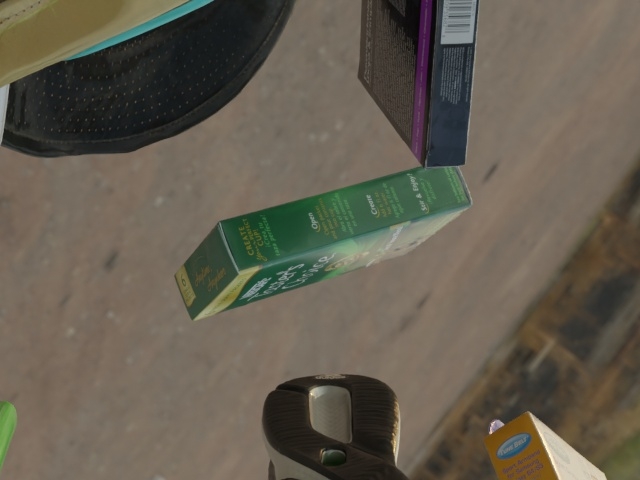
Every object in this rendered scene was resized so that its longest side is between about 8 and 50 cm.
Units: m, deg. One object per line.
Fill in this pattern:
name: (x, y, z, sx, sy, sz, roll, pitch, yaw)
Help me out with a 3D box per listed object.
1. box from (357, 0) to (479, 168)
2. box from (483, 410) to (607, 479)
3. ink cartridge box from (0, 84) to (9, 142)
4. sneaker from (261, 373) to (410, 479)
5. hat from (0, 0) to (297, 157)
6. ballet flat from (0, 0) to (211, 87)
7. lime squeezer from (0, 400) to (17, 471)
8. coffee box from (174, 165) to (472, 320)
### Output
box: (0.055, -0.125, 0.928, 0.162, 0.029, 0.116, -120, -151, -61)
box: (0.113, 0.133, 0.663, 0.028, 0.136, 0.081, -32, 139, 17)
ink cartridge box: (-0.236, -0.117, 0.759, 0.371, 0.175, 0.069, 125, -35, -65)
sneaker: (0.013, 0.320, 1.346, 0.447, 0.169, 0.257, -77, 165, -68)
hat: (-0.148, -0.221, 0.966, 0.331, 0.134, 0.331, -26, 133, -32)
ballet flat: (-0.109, -0.087, 0.517, 0.232, 0.080, 0.073, -28, 127, 8)
lime squeezer: (-0.109, 0.156, 0.469, 0.059, 0.310, 0.110, -14, 142, 11)
coffee box: (0.000, 0.000, 1.076, 0.184, 0.040, 0.113, -16, 168, -27)
